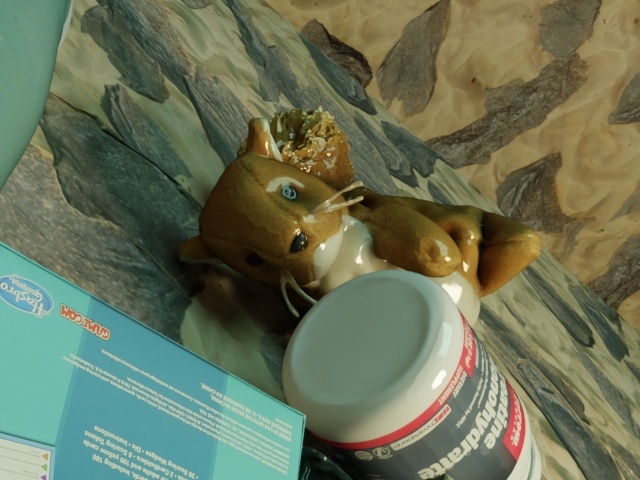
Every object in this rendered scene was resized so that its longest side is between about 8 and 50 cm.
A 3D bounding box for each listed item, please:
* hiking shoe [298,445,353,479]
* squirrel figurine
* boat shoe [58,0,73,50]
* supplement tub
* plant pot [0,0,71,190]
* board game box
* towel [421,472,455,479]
[{"bbox_3d":[0.030,0.312,0.978,0.304,0.113,0.132,51,-14,33],"label":"hiking shoe"},{"bbox_3d":[0.000,0.000,1.387,0.370,0.281,0.397,22,14,-32],"label":"squirrel figurine"},{"bbox_3d":[-0.387,-0.335,1.335,0.136,0.156,0.367,30,52,-54],"label":"boat shoe"},{"bbox_3d":[0.100,0.177,1.170,0.272,0.191,0.191,52,10,-39],"label":"supplement tub"},{"bbox_3d":[-0.322,-0.119,0.823,0.271,0.271,0.255,33,38,-38],"label":"plant pot"},{"bbox_3d":[-0.135,0.203,0.612,0.254,0.079,0.336,35,45,-33],"label":"board game box"},{"bbox_3d":[0.173,0.324,0.994,0.324,0.056,0.312,38,-18,2],"label":"towel"}]
